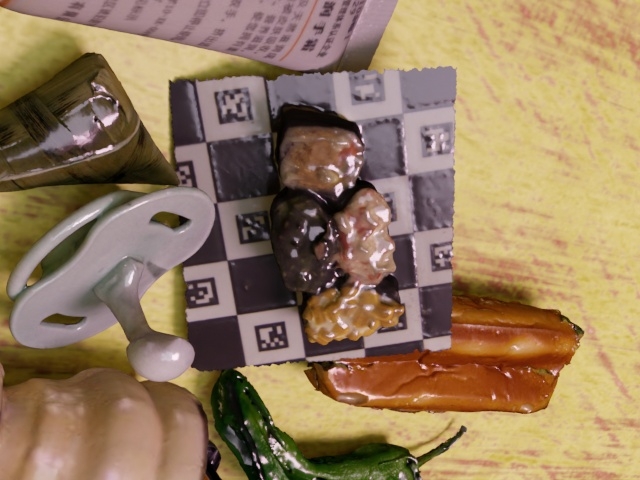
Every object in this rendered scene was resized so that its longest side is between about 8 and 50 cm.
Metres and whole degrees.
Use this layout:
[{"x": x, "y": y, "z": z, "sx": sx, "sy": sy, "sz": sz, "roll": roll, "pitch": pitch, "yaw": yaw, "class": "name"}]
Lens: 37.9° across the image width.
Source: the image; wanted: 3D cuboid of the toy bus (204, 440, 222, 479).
[{"x": -0.073, "y": 0.247, "z": 0.741, "sx": 0.088, "sy": 0.083, "sz": 0.194, "roll": -39, "pitch": 129, "yaw": -9, "class": "toy bus"}]

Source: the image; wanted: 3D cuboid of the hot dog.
[{"x": 0.106, "y": 0.096, "z": 0.769, "sx": 0.269, "sy": 0.072, "sz": 0.115, "roll": 10, "pitch": 108, "yaw": -33, "class": "hot dog"}]

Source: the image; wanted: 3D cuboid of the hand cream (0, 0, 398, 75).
[{"x": -0.068, "y": -0.163, "z": 0.515, "sx": 0.314, "sy": 0.089, "sz": 0.140, "roll": 4, "pitch": 127, "yaw": -36, "class": "hand cream"}]

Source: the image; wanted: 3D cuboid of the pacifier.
[{"x": -0.119, "y": 0.034, "z": 0.567, "sx": 0.150, "sy": 0.116, "sz": 0.127, "roll": -38, "pitch": 156, "yaw": 6, "class": "pacifier"}]

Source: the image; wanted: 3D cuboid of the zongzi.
[{"x": -0.150, "y": -0.044, "z": 0.564, "sx": 0.104, "sy": 0.052, "sz": 0.113, "roll": -30, "pitch": 141, "yaw": -3, "class": "zongzi"}]

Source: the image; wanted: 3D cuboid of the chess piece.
[{"x": -0.209, "y": 0.117, "z": 0.565, "sx": 0.261, "sy": 0.143, "sz": 0.143, "roll": 27, "pitch": 100, "yaw": -32, "class": "chess piece"}]

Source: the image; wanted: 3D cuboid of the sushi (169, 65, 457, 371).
[{"x": 0.000, "y": 0.000, "z": 0.615, "sx": 0.192, "sy": 0.050, "sz": 0.215, "roll": -4, "pitch": 113, "yaw": -4, "class": "sushi"}]

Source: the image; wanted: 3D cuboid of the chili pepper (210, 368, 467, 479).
[{"x": 0.011, "y": 0.187, "z": 0.772, "sx": 0.279, "sy": 0.065, "sz": 0.122, "roll": 23, "pitch": 82, "yaw": -43, "class": "chili pepper"}]
